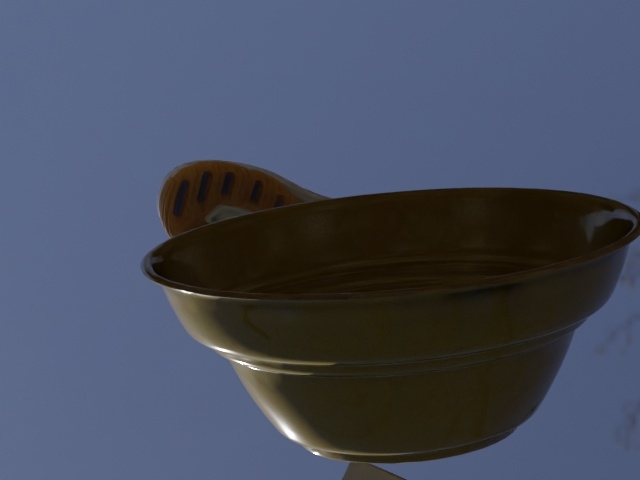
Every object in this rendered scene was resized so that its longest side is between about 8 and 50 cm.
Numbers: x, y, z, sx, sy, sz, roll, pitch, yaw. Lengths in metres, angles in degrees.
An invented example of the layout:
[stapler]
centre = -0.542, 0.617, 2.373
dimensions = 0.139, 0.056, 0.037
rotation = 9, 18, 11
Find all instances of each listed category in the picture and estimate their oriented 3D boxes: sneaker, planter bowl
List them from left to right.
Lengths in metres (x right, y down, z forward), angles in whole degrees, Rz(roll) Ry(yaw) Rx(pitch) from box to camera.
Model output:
[sneaker]
centre = 0.000, 0.000, 1.727
dimensions = 0.296, 0.112, 0.131
rotation = 26, -177, -11
[planter bowl]
centre = 0.035, 0.040, 0.867
dimensions = 0.217, 0.090, 0.217
rotation = -6, -168, 1

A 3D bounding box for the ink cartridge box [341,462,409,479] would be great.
[ink cartridge box]
centre = 0.115, 0.291, 1.439
dimensions = 0.232, 0.168, 0.171
rotation = 21, -98, 40
